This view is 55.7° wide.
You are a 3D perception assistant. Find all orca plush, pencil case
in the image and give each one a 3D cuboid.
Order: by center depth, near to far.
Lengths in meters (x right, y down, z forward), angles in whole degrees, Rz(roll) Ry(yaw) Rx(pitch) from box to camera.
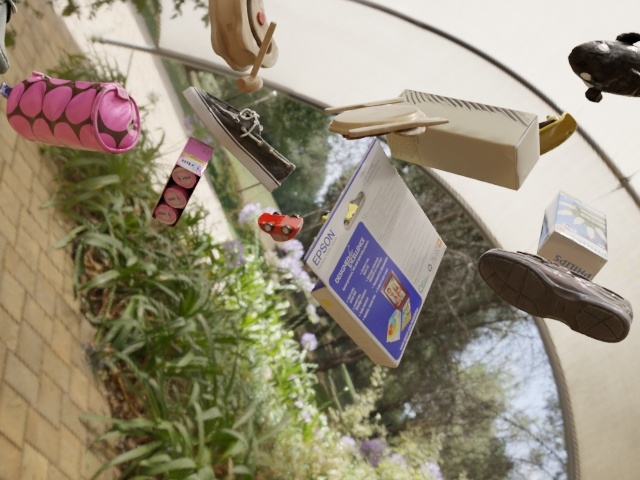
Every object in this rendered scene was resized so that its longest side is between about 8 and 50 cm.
[{"bbox_3d":[-0.335,-0.174,0.819,0.095,0.209,0.098,25,80,-60],"label":"pencil case"},{"bbox_3d":[0.628,-0.309,1.215,0.287,0.151,0.102,28,29,-29],"label":"orca plush"}]

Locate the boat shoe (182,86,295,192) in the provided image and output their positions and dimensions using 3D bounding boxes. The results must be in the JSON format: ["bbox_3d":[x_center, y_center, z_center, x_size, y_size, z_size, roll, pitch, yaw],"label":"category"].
[{"bbox_3d":[-0.175,-0.245,1.373,0.306,0.105,0.113,46,3,-22],"label":"boat shoe"}]

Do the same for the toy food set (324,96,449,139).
[{"bbox_3d":[0.076,-0.141,0.760,0.192,0.132,0.039,-110,-168,-68],"label":"toy food set"}]

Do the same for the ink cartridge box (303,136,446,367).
[{"bbox_3d":[0.100,0.023,1.123,0.072,0.304,0.307,-7,-47,45],"label":"ink cartridge box"}]

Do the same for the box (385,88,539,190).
[{"bbox_3d":[0.255,-0.191,1.121,0.275,0.094,0.113,22,-28,34],"label":"box"}]

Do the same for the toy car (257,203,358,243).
[{"bbox_3d":[0.000,0.000,1.288,0.225,0.239,0.053,-120,-154,-54],"label":"toy car"}]

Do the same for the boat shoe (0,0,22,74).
[{"bbox_3d":[-0.532,-0.412,0.967,0.116,0.099,0.320,134,-61,-68],"label":"boat shoe"}]

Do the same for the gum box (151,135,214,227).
[{"bbox_3d":[-0.312,-0.126,1.358,0.188,0.062,0.107,-51,-161,40],"label":"gum box"}]

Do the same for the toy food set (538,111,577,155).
[{"bbox_3d":[0.474,-0.238,1.399,0.071,0.217,0.128,66,7,24],"label":"toy food set"}]

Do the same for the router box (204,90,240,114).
[{"bbox_3d":[-0.238,-0.309,1.476,0.122,0.038,0.092,28,-5,-7],"label":"router box"}]

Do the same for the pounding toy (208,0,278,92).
[{"bbox_3d":[-0.126,-0.438,1.252,0.154,0.154,0.270,-16,104,-65],"label":"pounding toy"}]

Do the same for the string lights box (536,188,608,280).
[{"bbox_3d":[0.597,-0.015,1.429,0.133,0.077,0.260,31,33,7],"label":"string lights box"}]

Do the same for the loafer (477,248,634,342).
[{"bbox_3d":[0.462,0.097,1.199,0.302,0.095,0.109,28,-50,25],"label":"loafer"}]
